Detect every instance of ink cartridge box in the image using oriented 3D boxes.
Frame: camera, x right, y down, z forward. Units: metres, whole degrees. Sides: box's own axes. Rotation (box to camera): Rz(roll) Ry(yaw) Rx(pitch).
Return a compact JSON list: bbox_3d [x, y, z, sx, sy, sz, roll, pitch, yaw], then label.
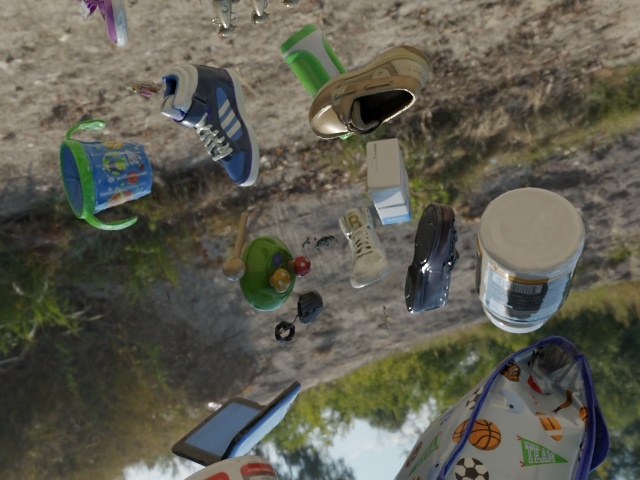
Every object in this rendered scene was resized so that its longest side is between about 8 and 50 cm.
[{"bbox_3d":[0.183,-0.154,1.780,0.085,0.148,0.203,-6,155,13],"label":"ink cartridge box"}]

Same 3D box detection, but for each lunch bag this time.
[{"bbox_3d":[0.282,0.364,1.101,0.385,0.239,0.328,-49,172,-45],"label":"lunch bag"}]

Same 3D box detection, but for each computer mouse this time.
[{"bbox_3d":[-0.044,0.182,1.599,0.041,0.071,0.242,-2,-161,23],"label":"computer mouse"}]

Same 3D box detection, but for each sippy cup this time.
[{"bbox_3d":[-0.633,-0.200,2.000,0.224,0.306,0.240,-15,-157,-32],"label":"sippy cup"}]

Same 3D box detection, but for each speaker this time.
[{"bbox_3d":[0.020,-0.422,1.789,0.131,0.297,0.131,-34,-170,7],"label":"speaker"}]

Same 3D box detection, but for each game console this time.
[{"bbox_3d":[-0.229,0.483,1.836,0.293,0.173,0.250,-33,156,-51],"label":"game console"}]

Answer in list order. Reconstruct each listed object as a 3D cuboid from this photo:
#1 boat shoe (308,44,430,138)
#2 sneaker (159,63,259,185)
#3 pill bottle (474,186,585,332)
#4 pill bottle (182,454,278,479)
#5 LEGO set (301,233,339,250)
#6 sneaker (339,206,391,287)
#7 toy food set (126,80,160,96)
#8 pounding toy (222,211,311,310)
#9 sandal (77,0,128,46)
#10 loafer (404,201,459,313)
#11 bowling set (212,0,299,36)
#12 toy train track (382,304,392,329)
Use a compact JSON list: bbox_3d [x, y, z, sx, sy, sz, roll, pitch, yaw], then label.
[{"bbox_3d":[0.078,-0.277,1.376,0.121,0.110,0.341,28,151,-25],"label":"boat shoe"},{"bbox_3d":[-0.297,-0.284,1.683,0.236,0.323,0.130,-12,-179,-42],"label":"sneaker"},{"bbox_3d":[0.345,0.046,1.136,0.162,0.162,0.278,-18,150,1],"label":"pill bottle"},{"bbox_3d":[-0.114,0.564,1.099,0.210,0.363,0.210,-20,145,-14],"label":"pill bottle"},{"bbox_3d":[0.000,-0.001,1.375,0.083,0.023,0.054,16,136,-42],"label":"LEGO set"},{"bbox_3d":[0.096,0.008,1.660,0.108,0.169,0.292,-23,-171,7],"label":"sneaker"},{"bbox_3d":[-0.541,-0.468,2.073,0.122,0.078,0.019,-26,144,-59],"label":"toy food set"},{"bbox_3d":[-0.107,0.063,1.567,0.110,0.183,0.237,-2,147,36],"label":"pounding toy"},{"bbox_3d":[-0.492,-0.540,1.419,0.102,0.416,0.169,-16,140,-18],"label":"sandal"},{"bbox_3d":[0.247,0.038,1.410,0.095,0.109,0.303,-1,135,-8],"label":"loafer"},{"bbox_3d":[-0.214,-0.764,2.032,0.286,0.200,0.154,-19,152,-9],"label":"bowling set"},{"bbox_3d":[0.164,0.186,1.641,0.014,0.048,0.083,-21,-149,9],"label":"toy train track"}]
